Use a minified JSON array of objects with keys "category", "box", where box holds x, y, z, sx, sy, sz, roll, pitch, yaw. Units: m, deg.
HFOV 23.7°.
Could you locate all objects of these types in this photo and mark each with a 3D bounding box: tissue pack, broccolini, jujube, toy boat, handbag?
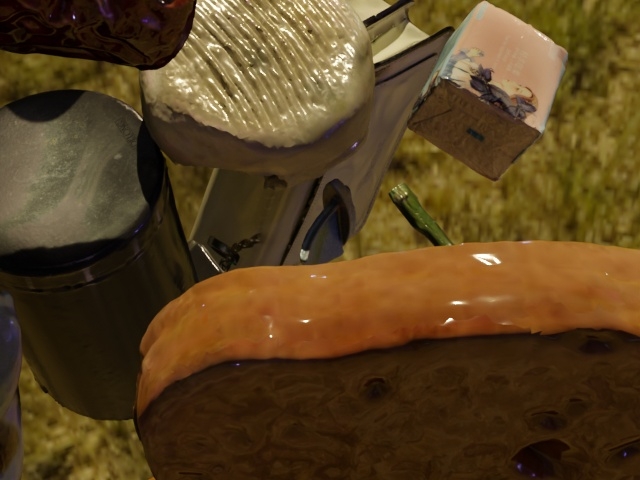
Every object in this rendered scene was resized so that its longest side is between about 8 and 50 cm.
[{"category":"tissue pack","box":[0.104,-0.094,0.939,0.074,0.059,0.094,30,45,-5]},{"category":"broccolini","box":[0.148,0.043,1.623,0.057,0.071,0.254,-21,62,-46]},{"category":"jujube","box":[-0.255,-0.236,1.164,0.342,0.216,0.216,20,50,-17]},{"category":"toy boat","box":[0.000,0.000,1.670,0.034,0.096,0.122,10,42,25]},{"category":"handbag","box":[-0.017,-0.124,1.803,0.160,0.358,0.236,38,44,14]}]

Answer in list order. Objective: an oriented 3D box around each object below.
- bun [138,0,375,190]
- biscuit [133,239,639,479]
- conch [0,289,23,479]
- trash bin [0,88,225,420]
[{"category":"bun","box":[-0.055,-0.136,1.382,0.210,0.116,0.237,42,61,17]},{"category":"biscuit","box":[0.049,0.178,0.669,0.349,0.455,0.078,17,38,-14]},{"category":"conch","box":[-0.378,0.197,1.244,0.368,0.197,0.249,-35,60,-16]},{"category":"trash bin","box":[-0.225,0.025,1.468,0.252,0.301,0.203,-31,59,-13]}]
